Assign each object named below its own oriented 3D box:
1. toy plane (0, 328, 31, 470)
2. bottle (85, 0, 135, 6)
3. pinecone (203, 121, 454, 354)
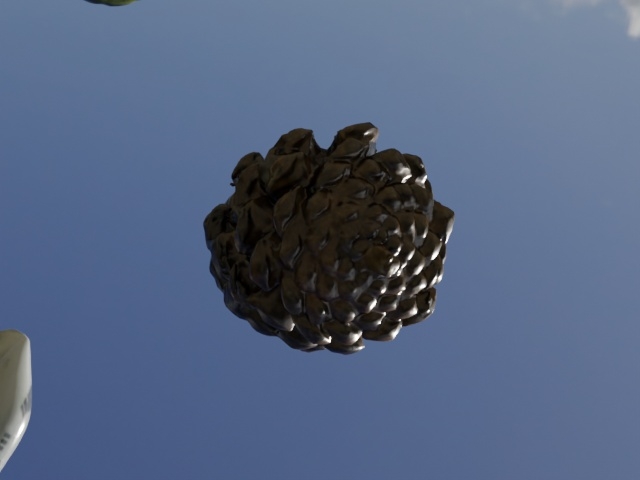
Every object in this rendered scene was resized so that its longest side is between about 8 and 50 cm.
[{"bbox_3d":[-0.265,0.162,0.918,0.101,0.255,0.251,28,170,-4],"label":"toy plane"},{"bbox_3d":[-0.201,-0.304,1.258,0.112,0.112,0.260,-1,-143,-23],"label":"bottle"},{"bbox_3d":[-0.007,0.001,1.479,0.257,0.243,0.243,-4,-171,35],"label":"pinecone"}]
